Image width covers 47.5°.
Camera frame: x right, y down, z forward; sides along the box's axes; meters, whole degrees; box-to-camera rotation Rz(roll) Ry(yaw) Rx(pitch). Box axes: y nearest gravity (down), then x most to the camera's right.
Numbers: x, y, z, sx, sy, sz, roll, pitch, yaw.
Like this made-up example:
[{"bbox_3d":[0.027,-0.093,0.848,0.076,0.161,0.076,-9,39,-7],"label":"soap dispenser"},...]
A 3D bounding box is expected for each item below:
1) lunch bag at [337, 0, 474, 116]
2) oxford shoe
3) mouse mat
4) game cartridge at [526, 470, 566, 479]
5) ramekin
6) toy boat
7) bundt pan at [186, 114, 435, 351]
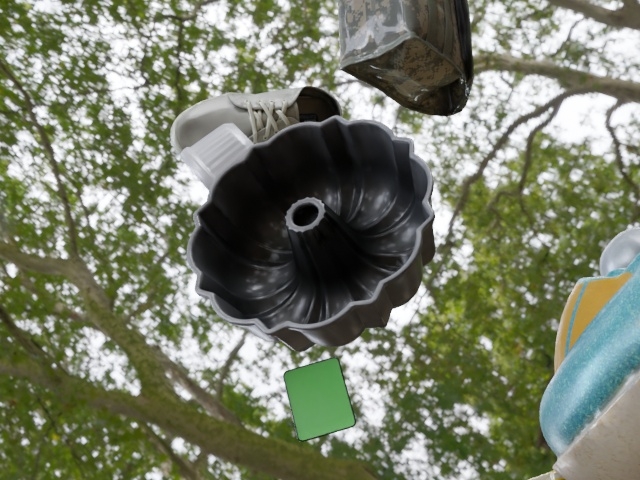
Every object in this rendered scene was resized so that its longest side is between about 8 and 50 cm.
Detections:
[{"bbox_3d":[0.166,-0.364,1.237,0.287,0.168,0.235,16,-114,-49],"label":"lunch bag"},{"bbox_3d":[-0.138,-0.288,1.746,0.449,0.130,0.169,-12,-90,-26],"label":"oxford shoe"},{"bbox_3d":[-0.004,0.396,1.825,0.152,0.190,0.007,-16,-28,0],"label":"mouse mat"},{"bbox_3d":[0.379,0.338,0.975,0.285,0.053,0.324,-5,-27,-11],"label":"game cartridge"},{"bbox_3d":[-0.152,-0.125,1.508,0.127,0.273,0.273,-45,-36,2],"label":"ramekin"},{"bbox_3d":[0.245,0.039,0.494,0.267,0.148,0.318,-53,-24,13],"label":"toy boat"},{"bbox_3d":[0.000,0.000,0.947,0.331,0.330,0.124,-48,-38,-14],"label":"bundt pan"}]
